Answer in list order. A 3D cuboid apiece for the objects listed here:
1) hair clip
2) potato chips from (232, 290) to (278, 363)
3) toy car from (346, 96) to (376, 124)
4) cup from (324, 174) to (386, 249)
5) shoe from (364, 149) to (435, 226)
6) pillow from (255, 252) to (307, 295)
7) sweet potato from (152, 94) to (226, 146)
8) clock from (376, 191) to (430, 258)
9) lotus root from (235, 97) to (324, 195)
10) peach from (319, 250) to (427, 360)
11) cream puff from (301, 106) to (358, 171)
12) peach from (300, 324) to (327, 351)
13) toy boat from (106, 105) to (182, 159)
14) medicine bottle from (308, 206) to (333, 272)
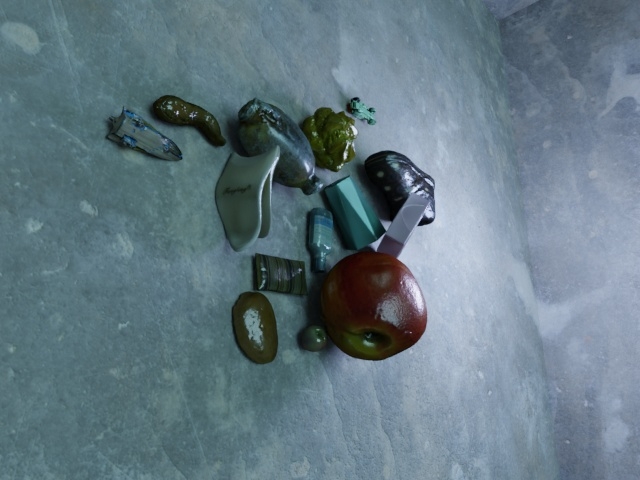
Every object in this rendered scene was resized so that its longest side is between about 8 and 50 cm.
[{"bbox_3d":[-0.201,-0.114,1.402,0.113,0.172,0.282,-7,95,-58],"label":"hair clip"},{"bbox_3d":[-0.165,0.234,1.403,0.150,0.049,0.202,2,71,-54],"label":"potato chips"},{"bbox_3d":[0.164,-0.502,2.015,0.143,0.054,0.073,16,64,-47],"label":"toy car"},{"bbox_3d":[0.110,-0.100,1.772,0.134,0.148,0.236,-31,99,-22],"label":"cup"},{"bbox_3d":[0.312,-0.181,1.992,0.384,0.171,0.237,23,61,-46],"label":"shoe"},{"bbox_3d":[-0.113,0.102,1.513,0.203,0.038,0.113,14,64,-47],"label":"pillow"},{"bbox_3d":[-0.343,-0.325,1.373,0.233,0.062,0.081,20,79,-48],"label":"sweet potato"},{"bbox_3d":[0.293,-0.042,1.838,0.080,0.275,0.290,31,60,9],"label":"clock"},{"bbox_3d":[-0.123,-0.270,1.536,0.349,0.175,0.175,50,46,-32],"label":"lotus root"},{"bbox_3d":[0.165,0.196,1.609,0.372,0.372,0.290,-43,145,-47],"label":"peach"},{"bbox_3d":[0.038,-0.351,1.731,0.194,0.194,0.221,2,74,-49],"label":"cream puff"},{"bbox_3d":[-0.019,0.291,1.526,0.083,0.083,0.083,19,64,-45],"label":"peach"},{"bbox_3d":[-0.418,-0.244,1.261,0.210,0.066,0.084,28,91,-51],"label":"toy boat"},{"bbox_3d":[0.000,0.000,1.663,0.090,0.053,0.209,23,63,-45],"label":"medicine bottle"}]
